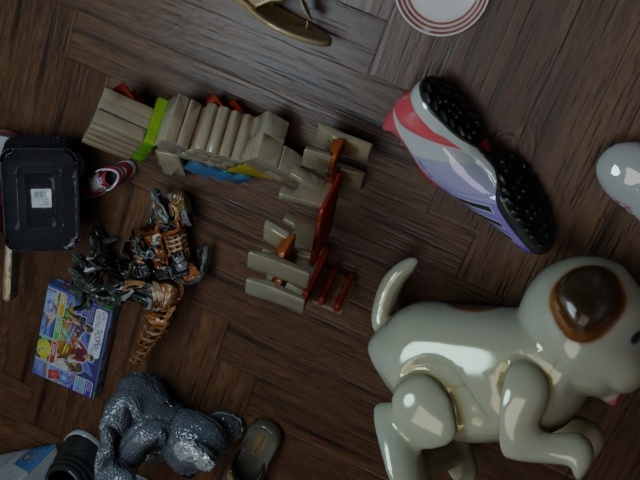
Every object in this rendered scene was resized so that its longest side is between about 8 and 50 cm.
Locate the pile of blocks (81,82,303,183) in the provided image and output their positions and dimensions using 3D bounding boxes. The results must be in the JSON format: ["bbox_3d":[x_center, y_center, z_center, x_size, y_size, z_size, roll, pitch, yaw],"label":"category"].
[{"bbox_3d":[-0.200,-0.177,1.453,0.362,0.149,0.113,13,69,3],"label":"pile of blocks"}]

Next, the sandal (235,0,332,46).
[{"bbox_3d":[-0.079,-0.376,1.339,0.240,0.088,0.079,30,121,11],"label":"sandal"}]

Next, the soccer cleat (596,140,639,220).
[{"bbox_3d":[0.536,-0.029,1.242,0.331,0.143,0.116,32,115,4],"label":"soccer cleat"}]

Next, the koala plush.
[{"bbox_3d":[-0.262,0.348,1.603,0.221,0.196,0.203,8,101,18],"label":"koala plush"}]

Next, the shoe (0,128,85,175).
[{"bbox_3d":[-0.500,-0.154,1.564,0.178,0.081,0.063,12,103,-19],"label":"shoe"}]

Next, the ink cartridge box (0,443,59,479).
[{"bbox_3d":[-0.647,0.556,1.785,0.270,0.198,0.197,-14,105,22],"label":"ink cartridge box"}]

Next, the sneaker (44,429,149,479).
[{"bbox_3d":[-0.406,0.504,1.721,0.296,0.147,0.104,41,113,-1],"label":"sneaker"}]

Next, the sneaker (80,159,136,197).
[{"bbox_3d":[-0.377,-0.100,1.540,0.118,0.067,0.042,-25,100,23],"label":"sneaker"}]

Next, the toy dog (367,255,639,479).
[{"bbox_3d":[0.301,0.173,1.348,0.408,0.284,0.395,-27,65,25],"label":"toy dog"}]

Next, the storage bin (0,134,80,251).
[{"bbox_3d":[-0.468,-0.079,1.509,0.122,0.084,0.180,-1,112,-14],"label":"storage bin"}]

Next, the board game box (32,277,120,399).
[{"bbox_3d":[-0.460,0.186,1.685,0.136,0.035,0.201,22,114,9],"label":"board game box"}]

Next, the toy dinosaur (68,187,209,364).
[{"bbox_3d":[-0.306,0.065,1.541,0.218,0.164,0.322,10,90,-3],"label":"toy dinosaur"}]

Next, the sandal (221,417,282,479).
[{"bbox_3d":[-0.132,0.428,1.656,0.090,0.060,0.219,28,114,6],"label":"sandal"}]

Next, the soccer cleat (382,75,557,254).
[{"bbox_3d":[0.226,-0.099,1.348,0.318,0.108,0.116,48,137,-7],"label":"soccer cleat"}]

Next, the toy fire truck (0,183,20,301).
[{"bbox_3d":[-0.600,-0.013,1.557,0.158,0.217,0.246,-39,95,24],"label":"toy fire truck"}]

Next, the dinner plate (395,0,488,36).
[{"bbox_3d":[0.177,-0.368,1.302,0.141,0.017,0.141,6,111,15],"label":"dinner plate"}]

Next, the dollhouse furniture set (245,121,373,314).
[{"bbox_3d":[0.000,0.000,1.376,0.135,0.262,0.259,22,147,7],"label":"dollhouse furniture set"}]
